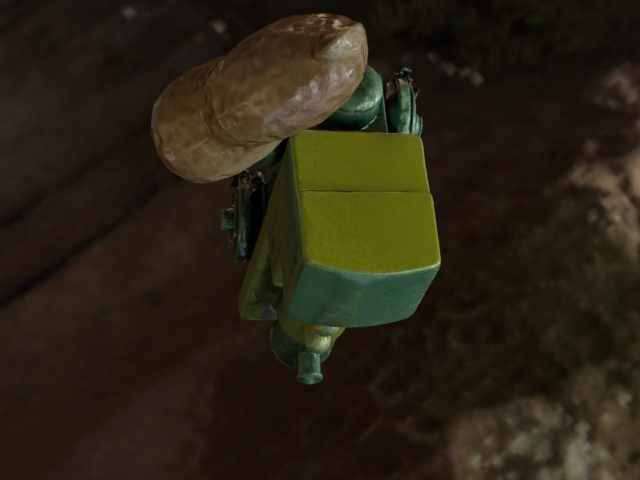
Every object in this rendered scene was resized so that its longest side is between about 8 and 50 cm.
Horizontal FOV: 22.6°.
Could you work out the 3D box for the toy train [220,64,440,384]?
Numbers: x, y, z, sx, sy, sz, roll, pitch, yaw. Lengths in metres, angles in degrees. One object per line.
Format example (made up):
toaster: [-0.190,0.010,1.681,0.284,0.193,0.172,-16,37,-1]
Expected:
toy train: [0.000,0.000,1.421,0.369,0.150,0.237,111,-23,-62]

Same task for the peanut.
peanut: [-0.048,-0.105,1.167,0.104,0.086,0.228,-33,-175,-36]
